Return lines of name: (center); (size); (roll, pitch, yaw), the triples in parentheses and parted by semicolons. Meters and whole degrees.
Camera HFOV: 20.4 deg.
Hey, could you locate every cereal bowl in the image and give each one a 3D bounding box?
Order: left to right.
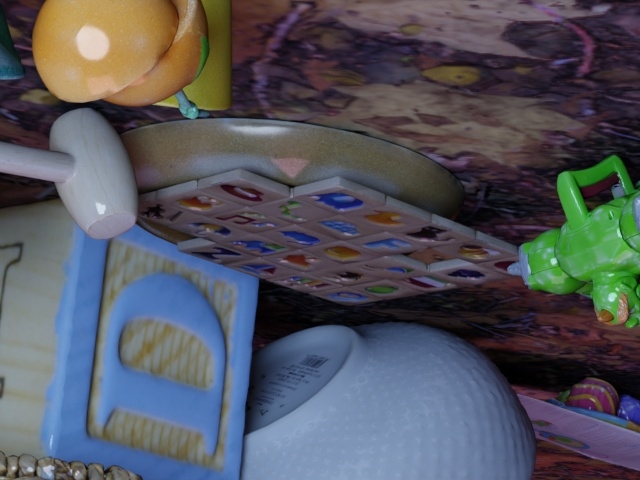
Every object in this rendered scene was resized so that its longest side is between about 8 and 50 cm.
cereal bowl: (-0.010, 0.168, 1.384); (0.339, 0.339, 0.141); (-12, 115, 45)

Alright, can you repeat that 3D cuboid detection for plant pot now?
plant pot: (-0.027, -0.022, 1.130); (0.236, 0.032, 0.236); (6, 163, 2)

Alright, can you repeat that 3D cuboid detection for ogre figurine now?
ogre figurine: (0.191, -0.002, 1.029); (0.118, 0.097, 0.197); (-5, -173, -31)

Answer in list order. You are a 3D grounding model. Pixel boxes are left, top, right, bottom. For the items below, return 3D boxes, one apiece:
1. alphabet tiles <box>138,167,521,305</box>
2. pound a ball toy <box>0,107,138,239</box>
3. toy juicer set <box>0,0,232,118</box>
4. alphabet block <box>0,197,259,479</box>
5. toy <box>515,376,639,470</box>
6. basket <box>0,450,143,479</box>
alphabet tiles: (0.000, 0.000, 1.124); (0.237, 0.009, 0.198); (20, 159, -39)
pound a ball toy: (-0.287, -0.056, 0.990); (0.319, 0.136, 0.208); (21, 133, -42)
toy juicer set: (-0.197, -0.087, 0.740); (0.329, 0.090, 0.209); (8, -170, -4)
alphabet block: (-0.182, 0.091, 1.282); (0.197, 0.193, 0.192); (-7, 158, 38)
toy: (0.231, 0.153, 1.599); (0.237, 0.056, 0.137); (16, 165, -16)
basket: (-0.223, 0.264, 1.152); (0.213, 0.223, 0.299); (6, 165, -1)
